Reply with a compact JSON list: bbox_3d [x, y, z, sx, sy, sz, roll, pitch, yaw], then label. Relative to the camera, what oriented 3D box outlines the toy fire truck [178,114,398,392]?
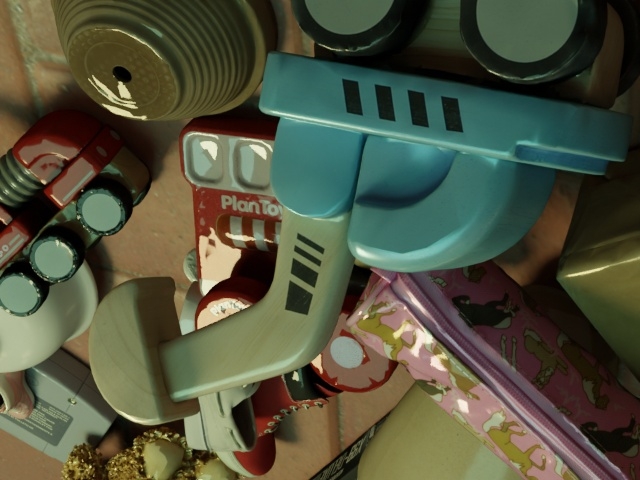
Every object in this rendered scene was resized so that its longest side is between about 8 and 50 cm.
[{"bbox_3d":[0.000,0.000,1.643,0.302,0.169,0.254,8,119,21],"label":"toy fire truck"}]

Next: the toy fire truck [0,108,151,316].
[{"bbox_3d":[-0.336,-0.079,1.748,0.246,0.158,0.217,44,111,-10],"label":"toy fire truck"}]

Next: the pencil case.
[{"bbox_3d":[0.196,0.144,1.470,0.386,0.160,0.167,44,144,5],"label":"pencil case"}]

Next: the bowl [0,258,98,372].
[{"bbox_3d":[-0.430,0.067,1.919,0.297,0.134,0.298,16,139,14],"label":"bowl"}]

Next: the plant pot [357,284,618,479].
[{"bbox_3d":[0.205,0.190,1.682,0.256,0.256,0.274,25,125,3],"label":"plant pot"}]

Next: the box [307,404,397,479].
[{"bbox_3d":[0.113,0.357,2.020,0.242,0.076,0.307,33,140,-8],"label":"box"}]

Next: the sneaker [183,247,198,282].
[{"bbox_3d":[-0.088,0.056,1.834,0.158,0.061,0.065,34,168,-7],"label":"sneaker"}]

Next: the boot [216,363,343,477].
[{"bbox_3d":[-0.046,0.210,1.946,0.176,0.088,0.244,6,133,21],"label":"boot"}]

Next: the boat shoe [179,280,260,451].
[{"bbox_3d":[-0.112,0.153,1.818,0.088,0.096,0.268,8,132,9],"label":"boat shoe"}]

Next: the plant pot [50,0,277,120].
[{"bbox_3d":[-0.171,-0.194,1.548,0.237,0.110,0.237,16,141,14],"label":"plant pot"}]

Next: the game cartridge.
[{"bbox_3d":[-0.419,0.189,2.157,0.297,0.062,0.198,31,137,-5],"label":"game cartridge"}]

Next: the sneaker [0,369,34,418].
[{"bbox_3d":[-0.414,0.208,2.079,0.051,0.070,0.134,16,141,10],"label":"sneaker"}]

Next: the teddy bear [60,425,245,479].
[{"bbox_3d":[-0.254,0.344,2.178,0.245,0.113,0.338,6,144,-23],"label":"teddy bear"}]

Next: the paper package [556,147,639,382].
[{"bbox_3d":[0.424,0.049,1.434,0.309,0.168,0.325,-18,124,43],"label":"paper package"}]

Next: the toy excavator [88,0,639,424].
[{"bbox_3d":[0.028,-0.031,1.335,0.432,0.445,0.222,11,-177,21],"label":"toy excavator"}]
